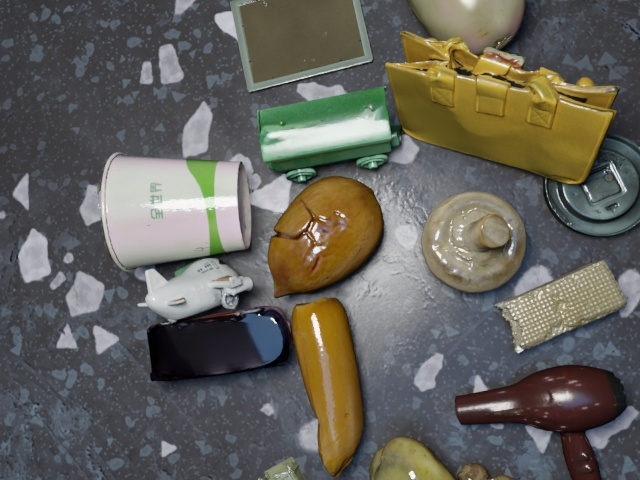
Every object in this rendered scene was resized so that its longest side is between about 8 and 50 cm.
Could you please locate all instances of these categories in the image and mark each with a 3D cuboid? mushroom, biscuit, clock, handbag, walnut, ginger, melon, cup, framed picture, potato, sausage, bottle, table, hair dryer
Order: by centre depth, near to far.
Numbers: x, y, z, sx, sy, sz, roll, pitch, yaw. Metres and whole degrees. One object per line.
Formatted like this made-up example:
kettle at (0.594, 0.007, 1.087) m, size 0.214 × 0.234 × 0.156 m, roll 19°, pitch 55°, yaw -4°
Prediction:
handbag at (0.335, -0.258, 1.092) m, size 0.401 × 0.283 × 0.133 m, roll 22°, pitch 84°, yaw 20°
potato at (0.208, 0.512, 1.107) m, size 0.141 × 0.191 × 0.296 m, roll -26°, pitch 83°, yaw -37°
mushroom at (0.306, -0.001, 1.125) m, size 0.207 × 0.215 × 0.207 m, roll 0°, pitch 83°, yaw 0°
ginger at (0.365, 0.500, 1.126) m, size 0.204 × 0.080 × 0.104 m, roll 16°, pitch 124°, yaw 18°
hair dryer at (0.456, 0.423, 1.131) m, size 0.312 × 0.123 × 0.340 m, roll -17°, pitch 93°, yaw 17°
biscuit at (0.482, 0.132, 1.161) m, size 0.239 × 0.062 × 0.108 m, roll -25°, pitch 81°, yaw 6°
sausage at (0.024, 0.295, 1.173) m, size 0.116 × 0.134 × 0.354 m, roll -13°, pitch 82°, yaw 10°
walnut at (0.000, 0.000, 1.178) m, size 0.203 × 0.203 × 0.298 m, roll 37°, pitch 83°, yaw 10°
melon at (0.289, -0.529, 1.179) m, size 0.223 × 0.223 × 0.317 m, roll -27°, pitch 76°, yaw 5°
clock at (0.569, -0.113, 1.184) m, size 0.215 × 0.042 × 0.215 m, roll -1°, pitch 84°, yaw 8°
table at (-0.074, 0.510, 1.201) m, size 0.079 × 0.062 × 0.083 m, roll -30°, pitch 80°, yaw 3°
cup at (-0.290, -0.068, 1.212) m, size 0.274 × 0.253 × 0.253 m, roll -4°, pitch 83°, yaw 2°
bottle at (-0.287, 0.063, 1.295) m, size 0.083 × 0.030 × 0.030 m, roll -29°, pitch 81°, yaw 3°
framed picture at (-0.046, -0.480, 1.324) m, size 0.296 × 0.019 × 0.232 m, roll -12°, pitch 83°, yaw 6°

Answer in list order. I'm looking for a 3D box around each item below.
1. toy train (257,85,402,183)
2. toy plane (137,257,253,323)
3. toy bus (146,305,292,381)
toy train at (0.021, -0.210, 1.195) m, size 0.301 × 0.202 × 0.120 m, roll -9°, pitch 78°, yaw 8°
toy plane at (-0.259, 0.095, 1.187) m, size 0.244 × 0.244 × 0.117 m, roll -10°, pitch 94°, yaw 7°
toy bus at (-0.207, 0.211, 1.207) m, size 0.302 × 0.147 × 0.127 m, roll -10°, pitch 91°, yaw 5°
